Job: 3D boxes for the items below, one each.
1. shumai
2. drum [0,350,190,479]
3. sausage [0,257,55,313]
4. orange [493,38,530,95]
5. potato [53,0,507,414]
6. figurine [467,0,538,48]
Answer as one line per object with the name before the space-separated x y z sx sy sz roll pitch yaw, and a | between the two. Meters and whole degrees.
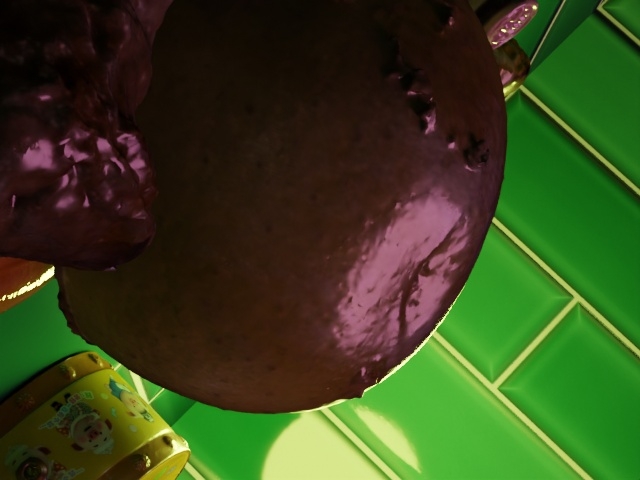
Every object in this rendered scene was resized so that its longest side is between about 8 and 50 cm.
shumai | -0.208 -0.128 0.810 0.346 0.217 0.283 -179 -82 -68
drum | -0.407 0.379 1.881 0.431 0.214 0.431 -44 171 -9
sausage | -0.285 0.008 1.109 0.134 0.116 0.354 -31 179 16
orange | 0.105 -0.205 1.658 0.271 0.210 0.369 -24 -173 40
potato | 0.000 -0.049 1.124 0.385 0.319 0.442 -23 134 -60
figurine | 0.121 -0.337 1.209 0.253 0.211 0.361 -3 163 -16
